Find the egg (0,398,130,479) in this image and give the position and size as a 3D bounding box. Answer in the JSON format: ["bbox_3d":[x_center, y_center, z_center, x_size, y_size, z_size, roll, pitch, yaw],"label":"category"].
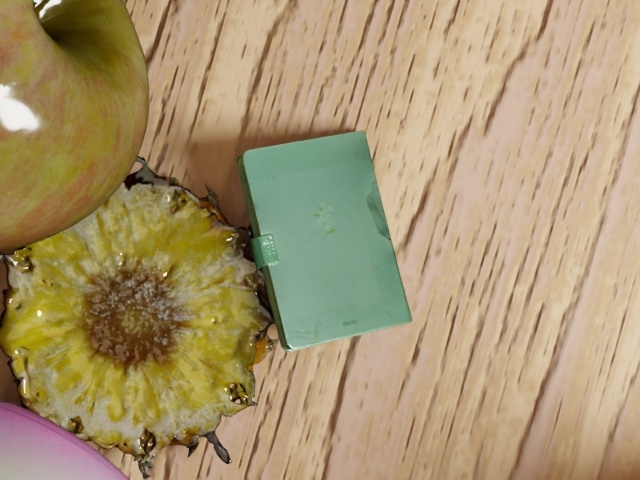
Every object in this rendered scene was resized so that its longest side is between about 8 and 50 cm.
[{"bbox_3d":[-0.236,0.193,1.268,0.271,0.196,0.196,24,89,-1],"label":"egg"}]

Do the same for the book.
[{"bbox_3d":[0.000,0.000,1.323,0.103,0.017,0.135,-12,86,-29],"label":"book"}]

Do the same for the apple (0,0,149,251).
[{"bbox_3d":[-0.246,-0.103,1.253,0.234,0.257,0.257,-27,85,19],"label":"apple"}]

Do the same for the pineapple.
[{"bbox_3d":[-0.120,0.055,1.342,0.221,0.047,0.221,0,89,8],"label":"pineapple"}]
